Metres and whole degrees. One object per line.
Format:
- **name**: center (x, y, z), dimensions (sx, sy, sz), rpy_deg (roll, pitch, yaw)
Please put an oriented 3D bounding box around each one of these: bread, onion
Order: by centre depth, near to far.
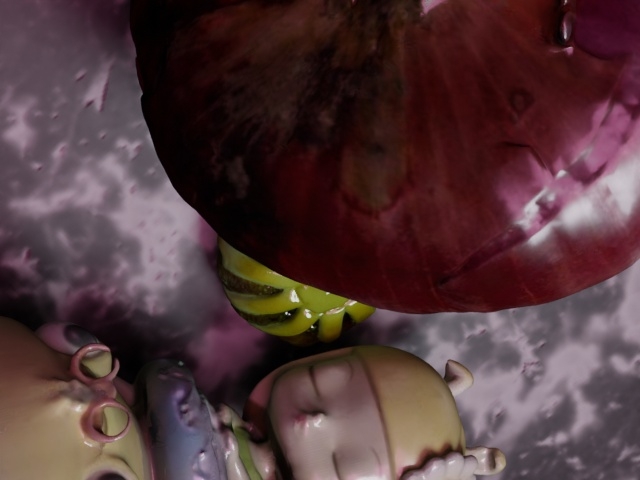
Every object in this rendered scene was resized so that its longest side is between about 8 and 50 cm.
- **onion**: center (0.075, -0.116, 1.001), dimensions (0.347, 0.347, 0.285), rpy_deg (-45, 158, 6)
- **bread**: center (0.000, 0.000, 1.130), dimensions (0.139, 0.071, 0.130), rpy_deg (-45, 121, 6)

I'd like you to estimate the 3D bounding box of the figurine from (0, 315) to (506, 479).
- **figurine**: center (-0.085, 0.149, 1.119), dimensions (0.394, 0.227, 0.274), rpy_deg (-10, 150, -15)
